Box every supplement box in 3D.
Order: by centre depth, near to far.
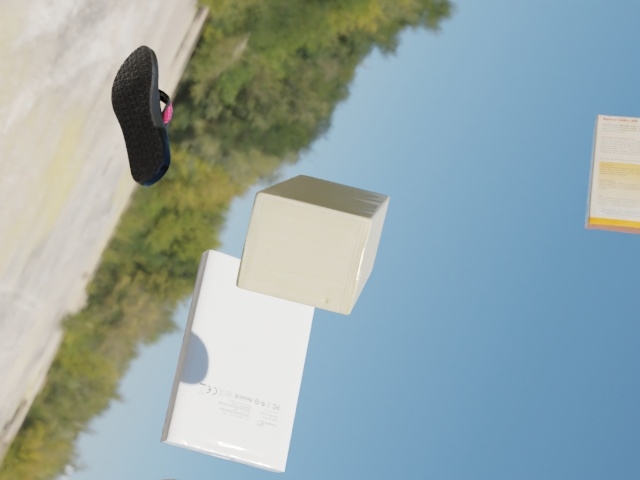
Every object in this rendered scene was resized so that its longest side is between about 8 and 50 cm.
[{"bbox_3d":[0.268,-0.057,0.958,0.036,0.062,0.098,42,55,-79],"label":"supplement box"}]

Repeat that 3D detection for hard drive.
[{"bbox_3d":[-0.127,0.197,1.788,0.040,0.210,0.319,-26,-131,57],"label":"hard drive"}]

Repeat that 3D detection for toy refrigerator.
[{"bbox_3d":[0.000,0.000,1.039,0.269,0.102,0.094,-48,152,-80],"label":"toy refrigerator"}]

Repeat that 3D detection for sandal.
[{"bbox_3d":[-0.188,-0.133,1.193,0.067,0.040,0.179,-30,-122,28],"label":"sandal"}]

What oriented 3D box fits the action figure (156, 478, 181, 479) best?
[{"bbox_3d":[-0.291,0.313,0.974,0.370,0.248,0.276,-26,-172,43],"label":"action figure"}]
